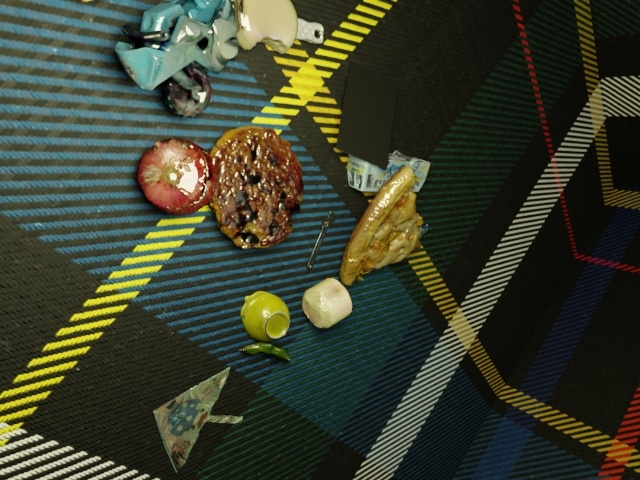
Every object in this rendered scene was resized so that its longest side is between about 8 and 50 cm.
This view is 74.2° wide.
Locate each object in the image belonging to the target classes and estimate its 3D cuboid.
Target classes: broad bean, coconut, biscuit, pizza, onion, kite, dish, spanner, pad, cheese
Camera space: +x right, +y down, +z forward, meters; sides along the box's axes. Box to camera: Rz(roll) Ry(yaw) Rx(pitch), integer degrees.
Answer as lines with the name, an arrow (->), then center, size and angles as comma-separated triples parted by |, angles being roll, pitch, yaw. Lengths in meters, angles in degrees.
broad bean -> -0.160, 0.349, 1.339 | 0.195, 0.061, 0.046 | 21, 49, -38
coconut -> 0.030, 0.204, 1.403 | 0.152, 0.147, 0.147 | -27, 119, -28
biscuit -> -0.177, -0.144, 1.165 | 0.289, 0.081, 0.334 | -19, 110, -34
pizza -> 0.209, -0.003, 1.462 | 0.391, 0.080, 0.435 | -40, 140, -9
onion -> -0.336, -0.145, 1.005 | 0.183, 0.147, 0.184 | 2, 80, -11
kite -> -0.359, 0.528, 1.258 | 0.314, 0.011, 0.336 | 31, 84, -42
dish -> -0.153, 0.244, 1.301 | 0.149, 0.080, 0.208 | -52, 131, -17
spanner -> 0.000, 0.000, 1.400 | 0.046, 0.012, 0.209 | 23, 88, -43
pad -> 0.151, -0.392, 1.334 | 0.202, 0.005, 0.300 | 16, 76, -29
cheese -> -0.101, -0.561, 1.103 | 0.286, 0.082, 0.163 | -5, 107, -40

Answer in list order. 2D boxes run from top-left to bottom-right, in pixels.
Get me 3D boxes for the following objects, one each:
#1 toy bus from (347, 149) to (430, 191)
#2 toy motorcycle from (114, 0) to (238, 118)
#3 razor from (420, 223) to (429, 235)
toy bus -> 0.234, -0.240, 1.469 | 0.329, 0.109, 0.136 | -4, 117, -38
toy motorcycle -> -0.294, -0.471, 0.882 | 0.232, 0.172, 0.417 | -8, 119, -57
razor -> 0.331, -0.105, 1.593 | 0.093, 0.056, 0.324 | -44, 143, -2
